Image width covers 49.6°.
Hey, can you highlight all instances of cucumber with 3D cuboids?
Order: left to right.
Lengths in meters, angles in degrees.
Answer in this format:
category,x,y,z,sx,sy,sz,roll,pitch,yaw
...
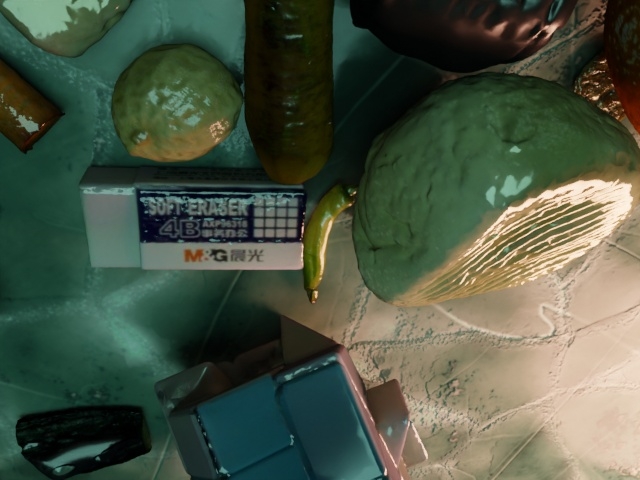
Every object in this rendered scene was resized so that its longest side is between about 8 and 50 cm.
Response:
category,x,y,z,sx,sy,sz,roll,pitch,yaw
cucumber,-0.369,0.326,1.090,0.193,0.086,0.115,-10,116,-9

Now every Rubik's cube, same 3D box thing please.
category,x,y,z,sx,sy,sz,roll,pitch,yaw
Rubik's cube,-0.041,0.305,0.968,0.358,0.368,0.387,-21,83,4

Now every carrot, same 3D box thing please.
category,x,y,z,sx,sy,sz,roll,pitch,yaw
carrot,-0.409,-0.198,0.824,0.072,0.072,0.205,-40,112,13
carrot,-0.036,-0.205,0.805,0.114,0.114,0.302,-4,133,-5

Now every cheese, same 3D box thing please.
category,x,y,z,sx,sy,sz,roll,pitch,yaw
cheese,-0.327,-0.332,0.752,0.159,0.093,0.263,-43,112,11

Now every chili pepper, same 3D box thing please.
category,x,y,z,sx,sy,sz,roll,pitch,yaw
chili pepper,-0.001,0.000,0.991,0.049,0.043,0.208,0,125,-35

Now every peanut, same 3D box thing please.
category,x,y,z,sx,sy,sz,roll,pitch,yaw
peanut,-0.178,-0.163,0.844,0.159,0.109,0.140,-43,100,10

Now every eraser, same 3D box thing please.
category,x,y,z,sx,sy,sz,roll,pitch,yaw
eraser,-0.165,-0.030,0.926,0.287,0.086,0.130,-1,118,-7

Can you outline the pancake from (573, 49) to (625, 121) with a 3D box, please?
category,x,y,z,sx,sy,sz,roll,pitch,yaw
pancake,0.396,-0.211,0.942,0.108,0.017,0.108,-4,117,-9

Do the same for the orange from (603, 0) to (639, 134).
category,x,y,z,sx,sy,sz,roll,pitch,yaw
orange,0.517,-0.255,0.762,0.424,0.326,0.424,-10,118,-19

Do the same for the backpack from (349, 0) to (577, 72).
category,x,y,z,sx,sy,sz,roll,pitch,yaw
backpack,0.138,-0.396,0.647,0.254,0.363,0.446,12,99,-4

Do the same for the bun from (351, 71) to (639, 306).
category,x,y,z,sx,sy,sz,roll,pitch,yaw
bun,0.191,-0.070,0.841,0.349,0.227,0.352,-29,156,21
